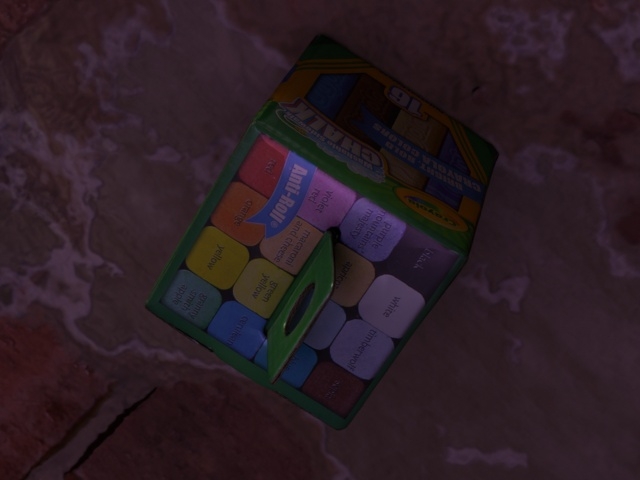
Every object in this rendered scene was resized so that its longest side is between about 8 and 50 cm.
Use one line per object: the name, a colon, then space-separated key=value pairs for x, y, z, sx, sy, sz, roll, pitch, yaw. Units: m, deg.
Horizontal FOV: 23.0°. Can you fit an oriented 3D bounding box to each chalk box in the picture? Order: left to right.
chalk box: x=0.000 y=0.000 z=1.160 sx=0.179 sy=0.289 sz=0.180 roll=33 pitch=115 yaw=-1
